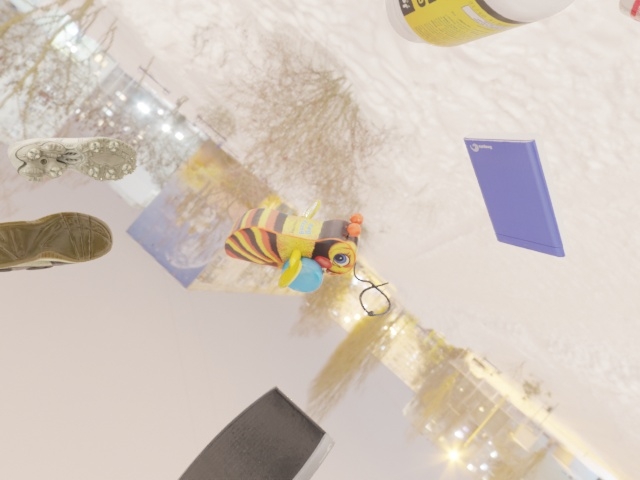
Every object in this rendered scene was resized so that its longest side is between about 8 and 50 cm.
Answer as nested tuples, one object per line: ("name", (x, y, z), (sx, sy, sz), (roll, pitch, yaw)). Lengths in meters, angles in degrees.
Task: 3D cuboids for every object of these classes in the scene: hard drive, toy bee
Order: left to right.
("hard drive", (-0.113, 0.378, 0.861), (0.172, 0.255, 0.054), (37, 149, 22))
("toy bee", (0.000, 0.000, 0.850), (0.299, 0.162, 0.195), (6, -134, -20))
("hard drive", (0.483, -0.115, 1.257), (0.210, 0.040, 0.318), (23, 144, 59))

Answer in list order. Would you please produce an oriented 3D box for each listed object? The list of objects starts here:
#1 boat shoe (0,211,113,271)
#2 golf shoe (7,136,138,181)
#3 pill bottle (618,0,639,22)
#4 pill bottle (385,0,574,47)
("boat shoe", (-0.418, 0.003, 0.756), (0.224, 0.074, 0.080), (-13, -86, -62))
("golf shoe", (-0.360, -0.129, 0.747), (0.086, 0.069, 0.176), (29, -158, 36))
("pill bottle", (0.625, -0.347, 0.725), (0.319, 0.176, 0.176), (40, 179, 23))
("pill bottle", (0.230, -0.407, 0.788), (0.188, 0.188, 0.334), (41, 177, -20))
